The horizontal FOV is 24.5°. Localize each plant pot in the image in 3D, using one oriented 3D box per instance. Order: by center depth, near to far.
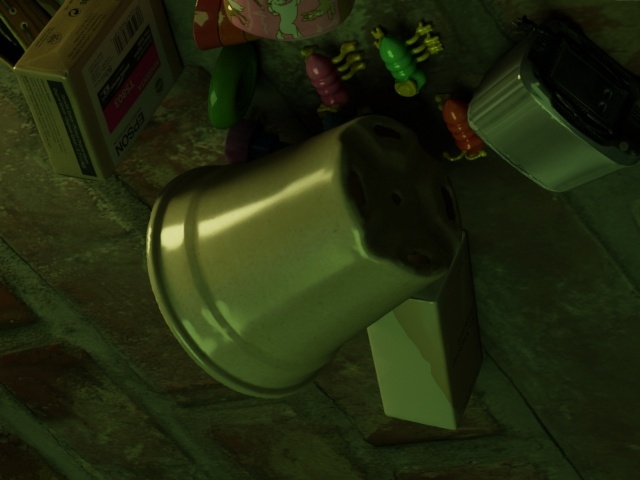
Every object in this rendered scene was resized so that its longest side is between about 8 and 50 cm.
[{"bbox_3d":[0.000,0.000,1.892,0.305,0.334,0.334,-28,118,40],"label":"plant pot"}]

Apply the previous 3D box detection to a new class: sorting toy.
[{"bbox_3d":[-0.072,-0.211,1.921,0.126,0.127,0.365,14,147,13],"label":"sorting toy"}]

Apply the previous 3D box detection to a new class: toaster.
[{"bbox_3d":[0.278,-0.158,1.764,0.227,0.129,0.146,36,146,-13],"label":"toaster"}]

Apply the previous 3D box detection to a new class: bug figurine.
[{"bbox_3d":[0.084,-0.175,1.913,0.279,0.072,0.216,-5,133,37],"label":"bug figurine"}]

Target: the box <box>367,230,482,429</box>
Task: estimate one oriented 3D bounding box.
[{"bbox_3d":[0.153,0.128,2.183,0.121,0.148,0.311,11,142,21],"label":"box"}]

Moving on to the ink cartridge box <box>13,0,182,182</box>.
[{"bbox_3d":[-0.287,-0.226,1.948,0.088,0.234,0.193,11,142,22],"label":"ink cartridge box"}]

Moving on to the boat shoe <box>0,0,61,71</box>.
[{"bbox_3d":[-0.471,-0.337,2.040,0.307,0.104,0.111,36,143,-12],"label":"boat shoe"}]

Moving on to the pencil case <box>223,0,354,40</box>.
[{"bbox_3d":[-0.042,-0.407,1.626,0.160,0.167,0.386,15,142,16],"label":"pencil case"}]
